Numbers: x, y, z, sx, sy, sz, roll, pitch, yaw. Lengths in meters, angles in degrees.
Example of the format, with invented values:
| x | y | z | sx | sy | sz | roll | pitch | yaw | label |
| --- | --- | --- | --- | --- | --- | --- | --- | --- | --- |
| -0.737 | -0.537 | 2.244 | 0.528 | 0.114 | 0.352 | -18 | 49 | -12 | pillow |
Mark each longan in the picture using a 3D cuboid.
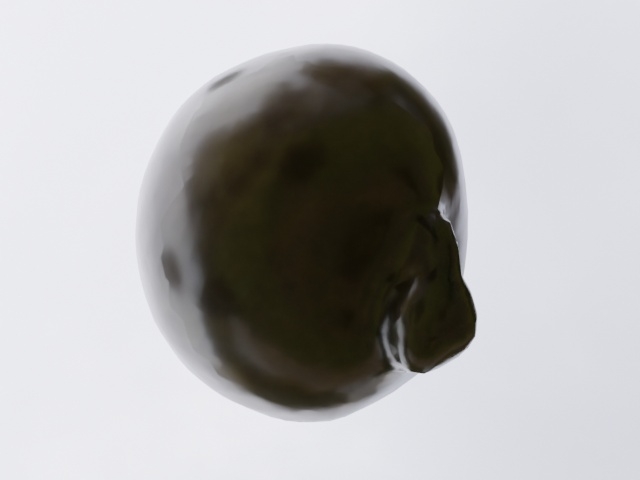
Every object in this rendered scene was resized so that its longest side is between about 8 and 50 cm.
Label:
| x | y | z | sx | sy | sz | roll | pitch | yaw | label |
| --- | --- | --- | --- | --- | --- | --- | --- | --- | --- |
| 0.000 | 0.000 | 0.729 | 0.159 | 0.204 | 0.185 | -1 | -63 | -39 | longan |
